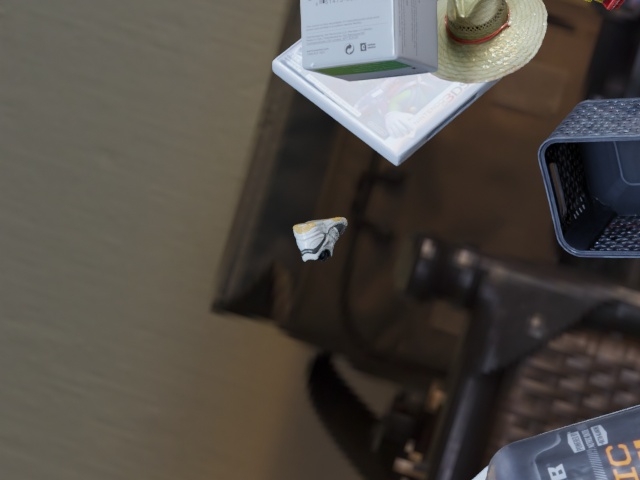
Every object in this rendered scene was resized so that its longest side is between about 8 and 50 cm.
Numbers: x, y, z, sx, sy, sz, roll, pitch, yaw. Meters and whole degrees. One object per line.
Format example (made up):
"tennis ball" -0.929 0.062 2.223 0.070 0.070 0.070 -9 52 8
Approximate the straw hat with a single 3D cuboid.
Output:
"straw hat" 0.153 -0.228 1.749 0.061 0.144 0.144 71 -145 -50

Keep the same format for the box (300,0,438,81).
"box" 0.045 -0.203 1.622 0.087 0.101 0.102 5 -97 -59

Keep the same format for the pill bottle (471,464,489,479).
"pill bottle" 0.266 0.349 1.528 0.361 0.204 0.204 50 -137 -23

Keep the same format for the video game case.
"video game case" 0.074 -0.188 1.939 0.173 0.190 0.022 -40 -26 -24

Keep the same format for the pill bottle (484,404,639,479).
"pill bottle" 0.180 0.161 1.002 0.130 0.246 0.130 -17 -90 -87

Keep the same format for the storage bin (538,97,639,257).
"storage bin" 0.300 -0.057 1.586 0.084 0.180 0.122 -44 -54 -46

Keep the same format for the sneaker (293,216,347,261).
"sneaker" 0.000 0.000 1.553 0.083 0.032 0.037 -16 -84 -63

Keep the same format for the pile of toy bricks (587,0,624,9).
"pile of toy bricks" 0.208 -0.279 1.410 0.105 0.212 0.118 13 -55 -39
